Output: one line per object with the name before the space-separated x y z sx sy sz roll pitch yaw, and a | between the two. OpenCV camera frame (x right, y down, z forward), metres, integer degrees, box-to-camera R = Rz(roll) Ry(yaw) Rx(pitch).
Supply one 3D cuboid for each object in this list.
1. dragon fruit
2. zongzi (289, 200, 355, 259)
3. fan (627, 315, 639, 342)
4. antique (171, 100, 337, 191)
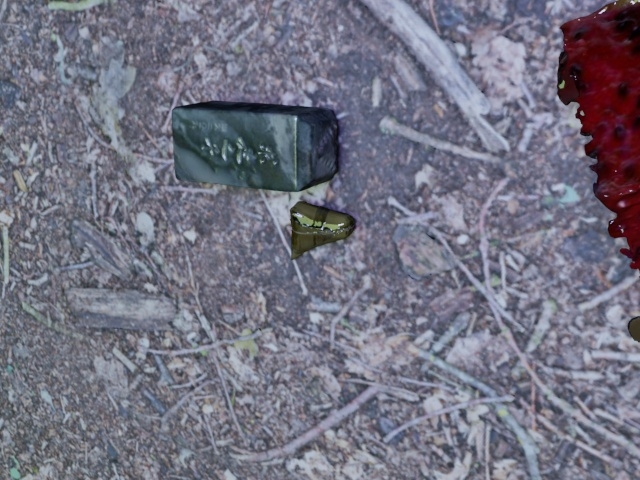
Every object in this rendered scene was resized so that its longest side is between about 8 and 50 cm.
dragon fruit | 0.305 -0.036 0.705 0.302 0.240 0.330 50 161 47
zongzi | 0.000 0.000 0.982 0.076 0.040 0.083 17 123 18
fan | 0.397 0.095 0.731 0.226 0.008 0.152 26 144 -13
antique | -0.072 -0.110 0.961 0.183 0.086 0.088 7 108 28
